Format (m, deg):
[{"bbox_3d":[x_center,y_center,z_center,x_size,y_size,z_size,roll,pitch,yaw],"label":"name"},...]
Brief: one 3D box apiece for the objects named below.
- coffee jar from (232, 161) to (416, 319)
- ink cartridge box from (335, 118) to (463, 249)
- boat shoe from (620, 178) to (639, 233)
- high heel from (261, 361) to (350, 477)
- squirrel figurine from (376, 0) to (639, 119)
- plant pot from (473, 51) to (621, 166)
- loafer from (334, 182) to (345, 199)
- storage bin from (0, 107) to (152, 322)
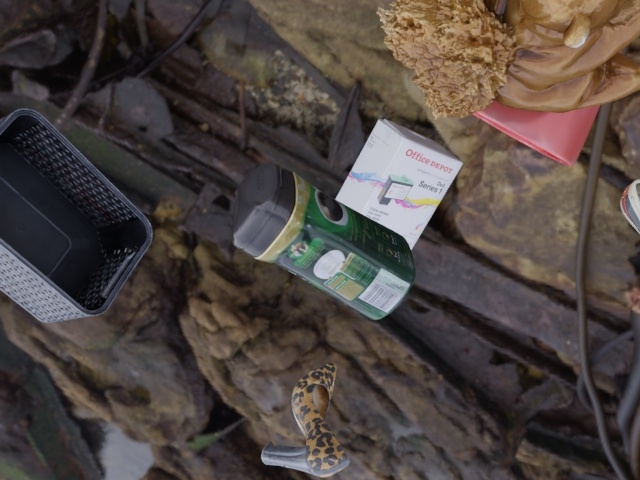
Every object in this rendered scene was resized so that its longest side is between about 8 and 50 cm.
[{"bbox_3d":[0.000,0.000,0.706,0.184,0.096,0.079,30,117,-22],"label":"coffee jar"},{"bbox_3d":[0.168,-0.113,1.670,0.201,0.117,0.278,15,112,-39],"label":"ink cartridge box"},{"bbox_3d":[0.331,-0.001,0.662,0.137,0.049,0.043,53,179,19],"label":"boat shoe"},{"bbox_3d":[0.023,0.335,1.379,0.186,0.261,0.093,-4,127,38],"label":"high heel"},{"bbox_3d":[0.297,-0.314,1.061,0.397,0.370,0.281,-19,90,11],"label":"squirrel figurine"},{"bbox_3d":[0.425,-0.310,1.381,0.275,0.275,0.243,30,102,-1],"label":"plant pot"},{"bbox_3d":[0.044,-0.047,1.770,0.078,0.223,0.076,35,159,-5],"label":"loafer"},{"bbox_3d":[-0.266,-0.018,0.685,0.084,0.122,0.180,-12,130,41],"label":"storage bin"}]
